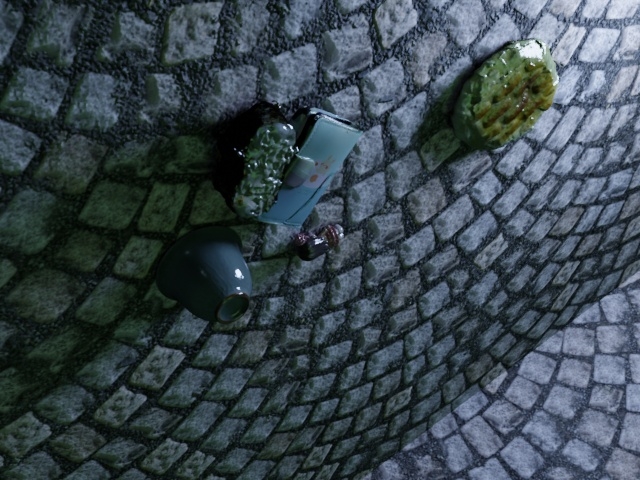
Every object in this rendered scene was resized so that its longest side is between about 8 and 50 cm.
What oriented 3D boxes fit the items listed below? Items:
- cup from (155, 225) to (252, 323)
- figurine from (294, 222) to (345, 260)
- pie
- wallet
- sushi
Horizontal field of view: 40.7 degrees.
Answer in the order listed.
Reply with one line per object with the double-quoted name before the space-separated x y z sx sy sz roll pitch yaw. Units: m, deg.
"cup" -0.211 0.090 1.743 0.199 0.150 0.199 -25 141 -22
"figurine" 0.000 0.000 1.926 0.129 0.054 0.072 -24 137 -26
"pie" 0.428 -0.328 1.970 0.306 0.071 0.306 -26 141 -23
"wallet" -0.035 -0.143 1.728 0.176 0.075 0.250 11 119 -52
"sushi" -0.136 -0.150 1.594 0.147 0.115 0.213 -11 133 -40
